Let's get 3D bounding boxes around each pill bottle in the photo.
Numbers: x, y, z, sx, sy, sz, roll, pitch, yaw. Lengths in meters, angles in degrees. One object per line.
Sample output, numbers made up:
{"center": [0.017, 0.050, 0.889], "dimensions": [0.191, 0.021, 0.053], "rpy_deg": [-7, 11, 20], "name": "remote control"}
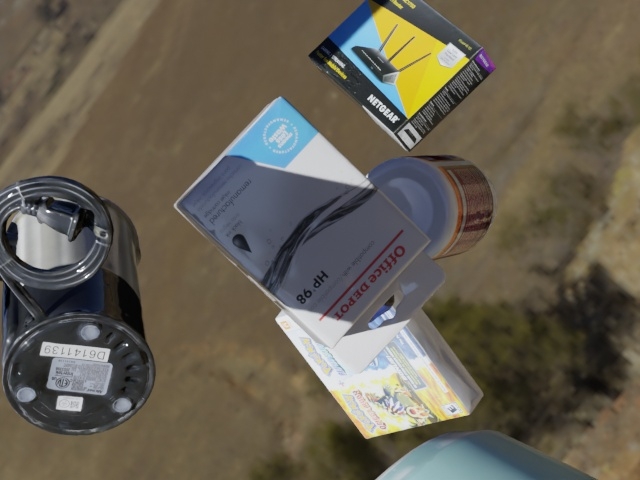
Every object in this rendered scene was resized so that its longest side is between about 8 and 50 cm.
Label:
{"center": [0.093, -0.027, 1.263], "dimensions": [0.086, 0.086, 0.152], "rpy_deg": [-46, -15, 20], "name": "pill bottle"}

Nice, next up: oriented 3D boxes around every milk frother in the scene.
{"center": [-0.145, 0.009, 0.878], "dimensions": [0.143, 0.129, 0.135], "rpy_deg": [-55, 27, 22], "name": "milk frother"}

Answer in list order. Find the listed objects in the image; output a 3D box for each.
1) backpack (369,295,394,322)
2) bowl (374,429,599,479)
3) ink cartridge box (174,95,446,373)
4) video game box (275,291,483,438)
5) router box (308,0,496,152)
{"center": [0.010, 0.033, 1.464], "dimensions": [0.101, 0.098, 0.120], "rpy_deg": [-41, 57, 19], "name": "backpack"}
{"center": [0.116, 0.284, 1.348], "dimensions": [0.311, 0.163, 0.311], "rpy_deg": [-34, -26, -20], "name": "bowl"}
{"center": [0.000, 0.000, 1.063], "dimensions": [0.104, 0.180, 0.060], "rpy_deg": [-48, 7, -6], "name": "ink cartridge box"}
{"center": [0.069, 0.141, 1.889], "dimensions": [0.187, 0.205, 0.048], "rpy_deg": [-20, 22, 48], "name": "video game box"}
{"center": [0.087, -0.195, 1.693], "dimensions": [0.133, 0.046, 0.179], "rpy_deg": [-44, 48, 0], "name": "router box"}
